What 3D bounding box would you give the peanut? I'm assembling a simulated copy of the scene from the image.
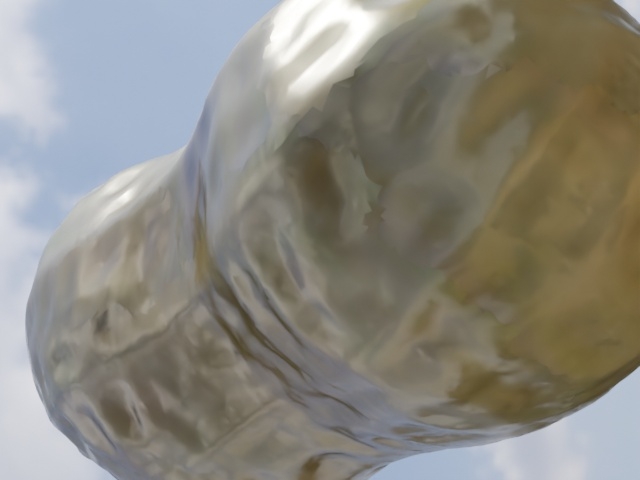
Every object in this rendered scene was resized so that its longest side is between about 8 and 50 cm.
[{"bbox_3d":[0.000,0.000,0.473,0.274,0.111,0.125,-29,31,58],"label":"peanut"}]
